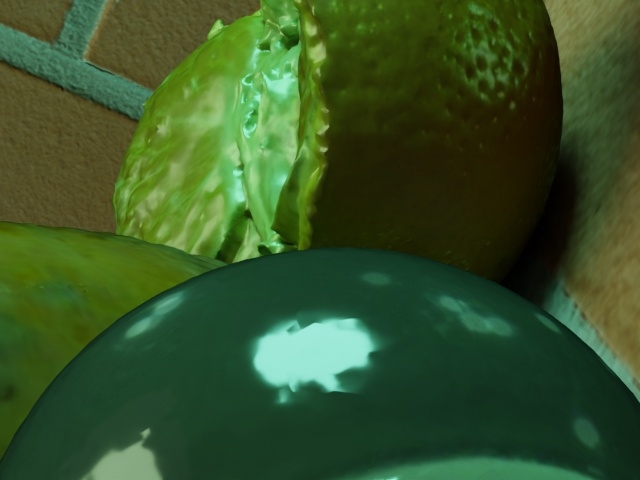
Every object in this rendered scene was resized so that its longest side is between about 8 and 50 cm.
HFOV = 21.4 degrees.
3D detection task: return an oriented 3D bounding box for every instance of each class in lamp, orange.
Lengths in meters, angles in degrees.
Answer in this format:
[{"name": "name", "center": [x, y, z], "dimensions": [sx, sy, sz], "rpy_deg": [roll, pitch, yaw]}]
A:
[{"name": "lamp", "center": [0.015, 0.137, 0.363], "dimensions": [0.182, 0.182, 0.313], "rpy_deg": [-60, 28, 34]}, {"name": "orange", "center": [0.016, -0.037, 0.716], "dimensions": [0.237, 0.159, 0.179], "rpy_deg": [132, 154, -51]}]

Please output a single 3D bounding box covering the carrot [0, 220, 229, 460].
[{"name": "carrot", "center": [-0.124, 0.096, 0.562], "dimensions": [0.224, 0.341, 0.224], "rpy_deg": [-17, 66, 44]}]
